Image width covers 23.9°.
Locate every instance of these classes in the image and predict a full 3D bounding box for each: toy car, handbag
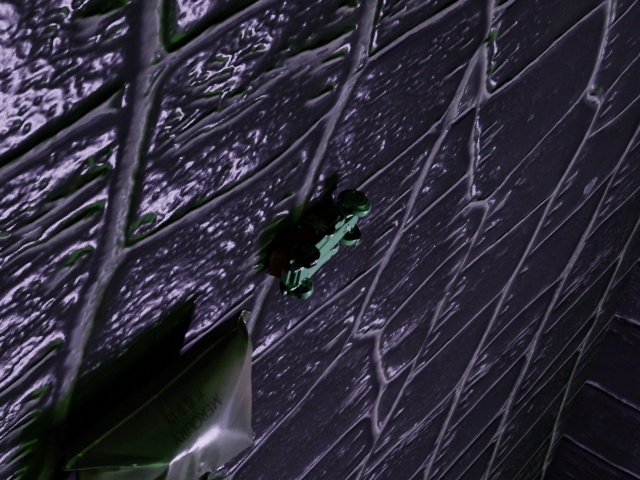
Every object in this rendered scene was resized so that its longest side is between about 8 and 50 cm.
[{"bbox_3d":[0.000,0.000,1.690,0.143,0.054,0.073,-46,160,-37],"label":"toy car"},{"bbox_3d":[-0.159,0.207,1.549,0.270,0.117,0.182,-40,141,-38],"label":"handbag"}]
